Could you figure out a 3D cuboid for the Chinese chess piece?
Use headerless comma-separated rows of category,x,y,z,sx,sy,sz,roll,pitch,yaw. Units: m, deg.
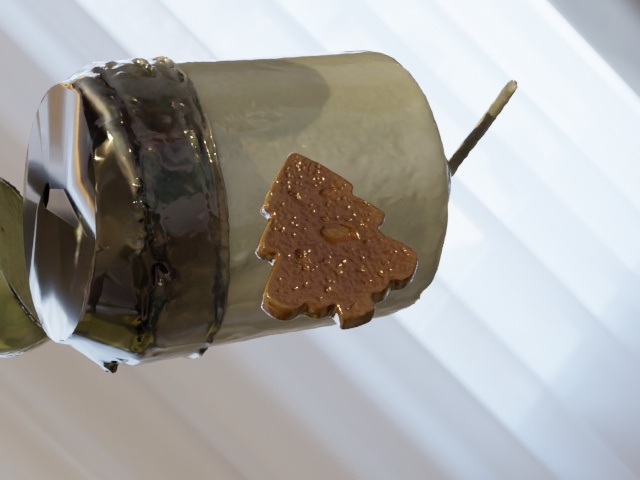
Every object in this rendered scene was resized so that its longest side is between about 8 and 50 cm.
Chinese chess piece,-0.329,0.026,1.281,0.083,0.188,0.188,-22,9,6

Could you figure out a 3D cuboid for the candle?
candle,-0.036,-0.032,0.947,0.342,0.221,0.221,-6,-14,-27

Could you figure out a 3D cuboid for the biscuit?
biscuit,0.000,0.000,0.611,0.082,0.092,0.016,-18,-20,-22
